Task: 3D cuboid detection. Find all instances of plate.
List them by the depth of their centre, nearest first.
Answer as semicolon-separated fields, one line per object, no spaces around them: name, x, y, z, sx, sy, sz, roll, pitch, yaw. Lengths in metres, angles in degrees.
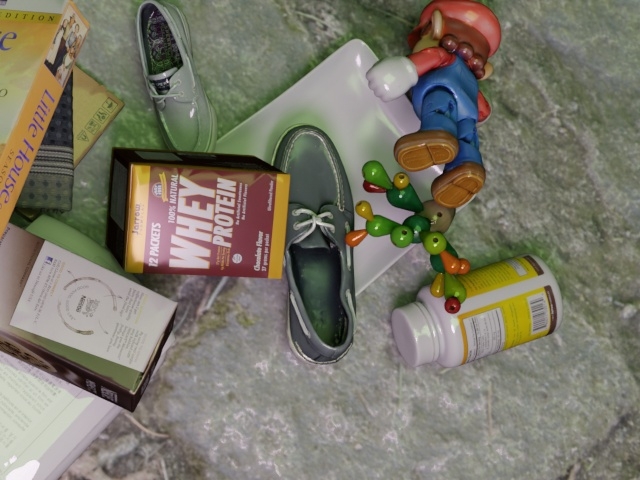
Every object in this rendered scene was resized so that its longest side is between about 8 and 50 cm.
plate;0.030;-0.090;1.902;0.278;0.045;0.277;-39;92;-16

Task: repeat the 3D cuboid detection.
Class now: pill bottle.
pill bottle;0.208;0.099;1.884;0.215;0.117;0.117;-17;87;-17

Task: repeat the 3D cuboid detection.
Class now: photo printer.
photo printer;-0.352;0.139;1.735;0.256;0.107;0.307;43;74;-3

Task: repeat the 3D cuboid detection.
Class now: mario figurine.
mario figurine;0.150;-0.190;1.876;0.170;0.198;0.320;4;49;6

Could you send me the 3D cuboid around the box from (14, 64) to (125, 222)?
box;-0.378;-0.151;1.815;0.164;0.021;0.201;38;75;-7

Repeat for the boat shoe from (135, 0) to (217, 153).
boat shoe;-0.198;-0.207;1.828;0.079;0.081;0.227;-17;81;18

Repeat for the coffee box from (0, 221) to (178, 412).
coffee box;-0.321;0.075;1.605;0.297;0.168;0.119;25;73;-1

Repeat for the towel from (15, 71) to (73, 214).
towel;-0.466;-0.183;1.731;0.324;0.056;0.312;3;73;-25

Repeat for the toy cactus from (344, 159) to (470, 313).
toy cactus;0.128;-0.010;1.821;0.219;0.180;0.112;47;118;6

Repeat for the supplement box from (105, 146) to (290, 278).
supplement box;-0.155;-0.036;1.725;0.191;0.194;0.129;3;99;-15

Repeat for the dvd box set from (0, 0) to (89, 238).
dvd box set;-0.461;-0.090;1.535;0.308;0.062;0.420;8;65;22

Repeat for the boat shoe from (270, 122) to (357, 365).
boat shoe;0.000;0.000;1.807;0.116;0.099;0.319;-2;84;-14
